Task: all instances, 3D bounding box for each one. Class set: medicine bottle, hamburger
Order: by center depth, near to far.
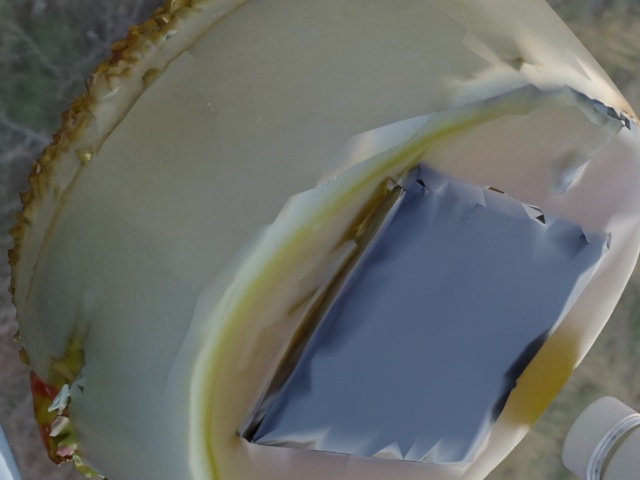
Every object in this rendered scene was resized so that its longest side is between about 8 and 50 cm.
[{"bbox_3d":[0.000,0.000,0.669,0.276,0.179,0.294,10,116,-50],"label":"hamburger"},{"bbox_3d":[0.167,0.118,0.774,0.052,0.089,0.052,-27,134,-32],"label":"medicine bottle"}]

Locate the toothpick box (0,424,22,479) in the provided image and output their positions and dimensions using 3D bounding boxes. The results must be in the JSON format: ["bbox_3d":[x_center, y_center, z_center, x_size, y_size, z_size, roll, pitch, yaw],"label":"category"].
[{"bbox_3d":[-0.285,0.154,0.507,0.354,0.263,0.263,-20,135,-29],"label":"toothpick box"}]
